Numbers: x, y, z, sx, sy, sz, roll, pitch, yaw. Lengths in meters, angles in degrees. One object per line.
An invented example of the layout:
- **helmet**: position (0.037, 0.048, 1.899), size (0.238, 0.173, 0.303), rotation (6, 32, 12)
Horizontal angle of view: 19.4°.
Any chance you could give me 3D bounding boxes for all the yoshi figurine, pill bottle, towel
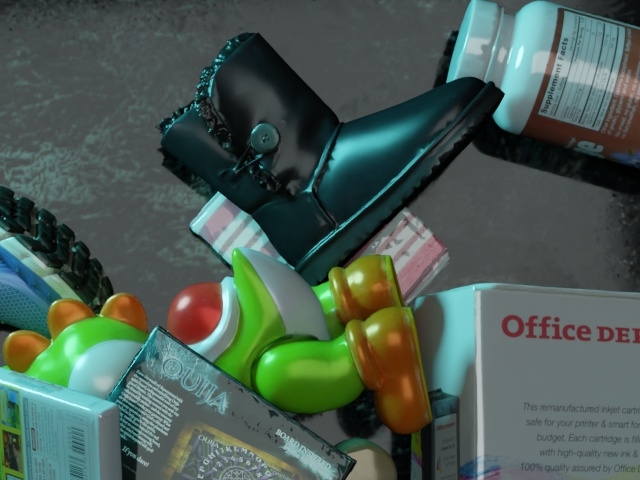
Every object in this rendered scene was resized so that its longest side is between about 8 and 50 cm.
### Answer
- **yoshi figurine**: position (-0.094, 0.142, 1.528), size (0.362, 0.203, 0.203), rotation (-12, 69, -1)
- **pill bottle**: position (0.225, -0.140, 1.644), size (0.216, 0.121, 0.121), rotation (15, 82, -2)
- **towel**: position (0.000, 0.000, 1.659), size (0.197, 0.029, 0.144), rotation (42, 82, 4)

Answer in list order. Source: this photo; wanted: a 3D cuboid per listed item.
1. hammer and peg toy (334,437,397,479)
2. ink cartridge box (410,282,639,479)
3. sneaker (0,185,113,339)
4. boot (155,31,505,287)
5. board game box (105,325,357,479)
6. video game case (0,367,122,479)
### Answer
- **hammer and peg toy**: position (-0.051, 0.336, 1.561), size (0.361, 0.127, 0.266), rotation (-33, 87, -7)
- **ink cartridge box**: position (0.197, 0.198, 1.568), size (0.226, 0.131, 0.306), rotation (5, 80, -24)
- **sneaker**: position (-0.321, 0.018, 1.597), size (0.330, 0.130, 0.147), rotation (32, 102, -3)
- **boot**: position (0.004, -0.106, 1.595), size (0.246, 0.094, 0.207), rotation (-44, 87, 12)
- **board game box**: position (-0.083, 0.168, 1.427), size (0.186, 0.026, 0.126), rotation (34, 87, 5)
- **video game case**: position (-0.234, 0.208, 1.449), size (0.206, 0.026, 0.227), rotation (13, 114, 33)
